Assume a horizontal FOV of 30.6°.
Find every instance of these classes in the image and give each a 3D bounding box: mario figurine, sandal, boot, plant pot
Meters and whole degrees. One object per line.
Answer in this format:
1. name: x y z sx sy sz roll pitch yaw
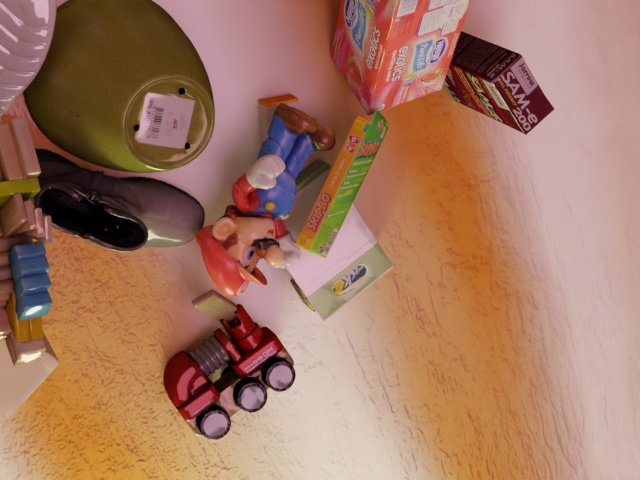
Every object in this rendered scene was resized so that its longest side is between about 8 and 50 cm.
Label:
1. mario figurine: -0.070 -0.048 1.911 0.198 0.170 0.320 27 90 -27
2. sandal: -0.523 -0.231 1.711 0.169 0.102 0.416 28 109 -18
3. boot: -0.306 -0.031 1.820 0.338 0.222 0.118 13 102 -31
4. plant pot: -0.271 -0.208 1.724 0.274 0.293 0.275 -10 115 -23

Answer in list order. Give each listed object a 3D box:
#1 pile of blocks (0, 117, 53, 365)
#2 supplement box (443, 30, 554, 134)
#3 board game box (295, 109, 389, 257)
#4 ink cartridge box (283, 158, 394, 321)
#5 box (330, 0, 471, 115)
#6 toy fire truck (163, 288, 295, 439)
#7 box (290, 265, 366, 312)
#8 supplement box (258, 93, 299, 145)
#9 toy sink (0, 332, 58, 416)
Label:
1. pile of blocks: -0.457 0.012 1.652 0.112 0.149 0.362 -11 104 -34
2. supplement box: 0.283 -0.278 2.010 0.073 0.239 0.130 -43 122 -5
3. board game box: 0.040 -0.097 1.971 0.259 0.039 0.124 -62 165 1
4. ink cartridge box: 0.000 0.000 2.068 0.171 0.056 0.235 -38 113 -9
5. box: 0.130 -0.359 1.873 0.154 0.142 0.300 -21 155 -18
6. toy fire truck: -0.185 0.196 2.032 0.217 0.158 0.246 -35 110 -10
7. box: 0.033 0.054 2.129 0.169 0.054 0.059 -36 122 -10
8. supplement box: -0.069 -0.194 1.986 0.062 0.036 0.098 -13 115 -23
9. toy sink: -0.547 0.143 1.811 0.131 0.153 0.234 -47 124 -3
